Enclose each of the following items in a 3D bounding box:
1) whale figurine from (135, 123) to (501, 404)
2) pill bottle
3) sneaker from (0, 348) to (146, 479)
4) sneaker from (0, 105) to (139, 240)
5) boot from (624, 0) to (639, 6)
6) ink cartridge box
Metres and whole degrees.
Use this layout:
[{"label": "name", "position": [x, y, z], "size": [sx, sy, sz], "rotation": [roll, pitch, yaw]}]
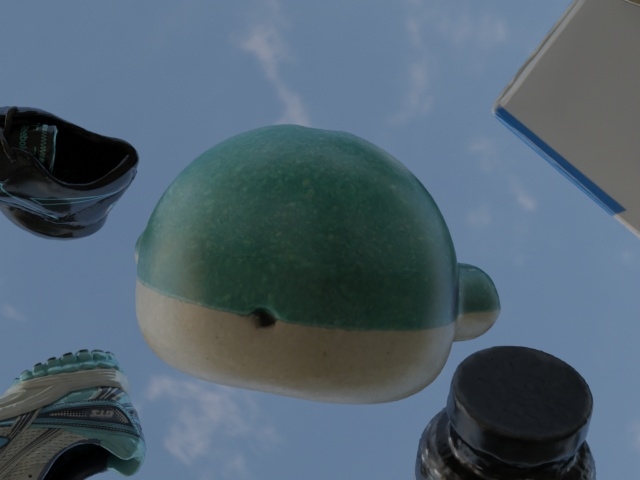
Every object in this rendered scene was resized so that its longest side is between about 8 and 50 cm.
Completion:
[{"label": "whale figurine", "position": [0.000, 0.000, 0.833], "size": [0.216, 0.272, 0.141], "rotation": [9, -79, 11]}, {"label": "pill bottle", "position": [0.122, 0.185, 0.998], "size": [0.123, 0.123, 0.219], "rotation": [-5, -53, -17]}, {"label": "sneaker", "position": [-0.277, 0.194, 1.200], "size": [0.283, 0.110, 0.122], "rotation": [-25, -119, -15]}, {"label": "sneaker", "position": [-0.264, -0.076, 1.102], "size": [0.267, 0.106, 0.101], "rotation": [13, -117, -34]}, {"label": "boot", "position": [0.185, -0.197, 0.881], "size": [0.158, 0.084, 0.059], "rotation": [42, -92, -26]}, {"label": "ink cartridge box", "position": [0.370, -0.058, 1.274], "size": [0.285, 0.395, 0.166], "rotation": [44, -75, 28]}]
